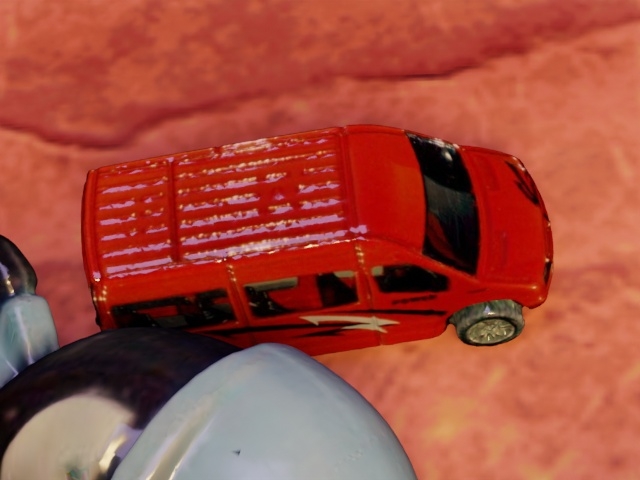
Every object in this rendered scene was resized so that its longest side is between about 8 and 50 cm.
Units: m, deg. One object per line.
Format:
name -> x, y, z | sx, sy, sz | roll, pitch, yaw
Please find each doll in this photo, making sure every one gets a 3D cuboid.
doll -> -0.077, 0.107, 0.676 | 0.314, 0.141, 0.177 | 21, 105, 31

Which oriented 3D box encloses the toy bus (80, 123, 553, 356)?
toy bus -> 0.000, 0.000, 0.759 | 0.195, 0.089, 0.081 | -8, 59, 5
